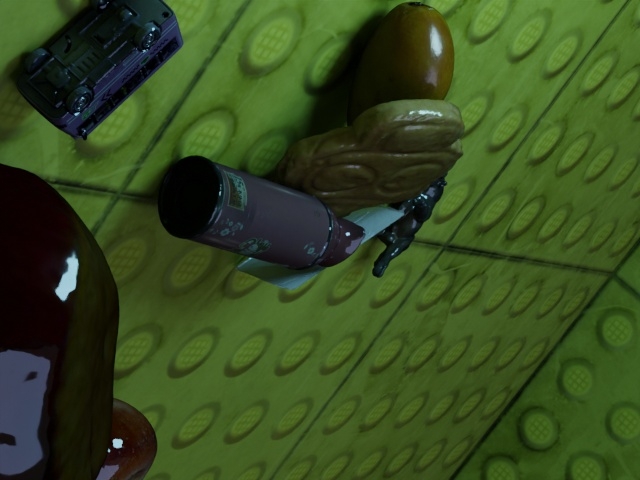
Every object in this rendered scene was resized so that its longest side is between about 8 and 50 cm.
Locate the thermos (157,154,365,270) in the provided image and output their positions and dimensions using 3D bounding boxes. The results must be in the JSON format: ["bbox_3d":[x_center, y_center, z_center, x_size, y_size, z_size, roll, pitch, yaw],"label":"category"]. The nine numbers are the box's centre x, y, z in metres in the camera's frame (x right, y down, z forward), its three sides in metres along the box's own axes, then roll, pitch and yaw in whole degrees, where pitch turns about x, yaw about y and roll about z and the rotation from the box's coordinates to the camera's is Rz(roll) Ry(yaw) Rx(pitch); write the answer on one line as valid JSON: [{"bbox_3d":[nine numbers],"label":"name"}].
[{"bbox_3d":[-0.077,-0.015,1.975,0.330,0.109,0.136,17,117,-50],"label":"thermos"}]

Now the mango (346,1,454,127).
[{"bbox_3d":[0.108,-0.215,2.015,0.113,0.138,0.253,-19,147,-41],"label":"mango"}]

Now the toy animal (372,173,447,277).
[{"bbox_3d":[0.143,-0.034,2.400,0.148,0.084,0.232,-7,130,-56],"label":"toy animal"}]

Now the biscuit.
[{"bbox_3d":[0.062,-0.099,2.049,0.269,0.051,0.376,-2,159,-26],"label":"biscuit"}]

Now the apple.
[{"bbox_3d":[-0.339,0.306,2.059,0.201,0.162,0.201,-46,166,-15],"label":"apple"}]

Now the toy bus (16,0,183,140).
[{"bbox_3d":[-0.237,-0.192,1.571,0.178,0.087,0.098,-44,161,-11],"label":"toy bus"}]

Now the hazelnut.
[{"bbox_3d":[-0.383,0.111,1.478,0.402,0.402,0.429,-32,137,-29],"label":"hazelnut"}]

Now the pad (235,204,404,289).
[{"bbox_3d":[0.000,0.000,2.163,0.232,0.156,0.004,-34,119,-26],"label":"pad"}]
